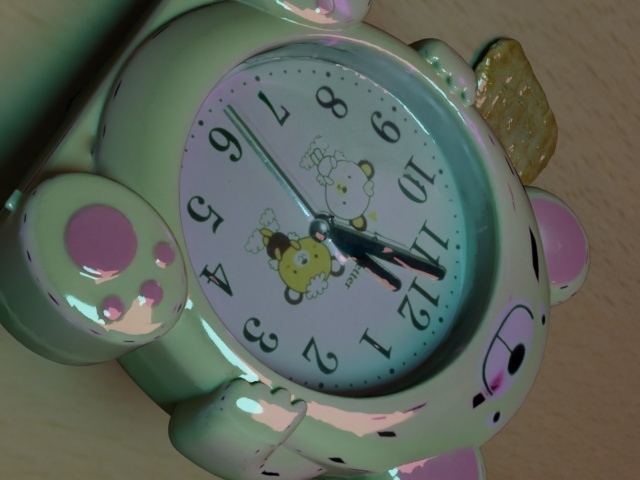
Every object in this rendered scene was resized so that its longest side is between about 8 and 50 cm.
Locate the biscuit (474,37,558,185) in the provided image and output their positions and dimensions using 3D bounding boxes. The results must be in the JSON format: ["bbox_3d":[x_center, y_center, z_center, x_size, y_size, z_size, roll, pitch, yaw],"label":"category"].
[{"bbox_3d":[0.154,-0.099,1.035,0.071,0.018,0.147,-53,138,-15],"label":"biscuit"}]

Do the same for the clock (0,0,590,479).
[{"bbox_3d":[0.000,0.000,0.726,0.309,0.114,0.284,39,61,-17],"label":"clock"}]
